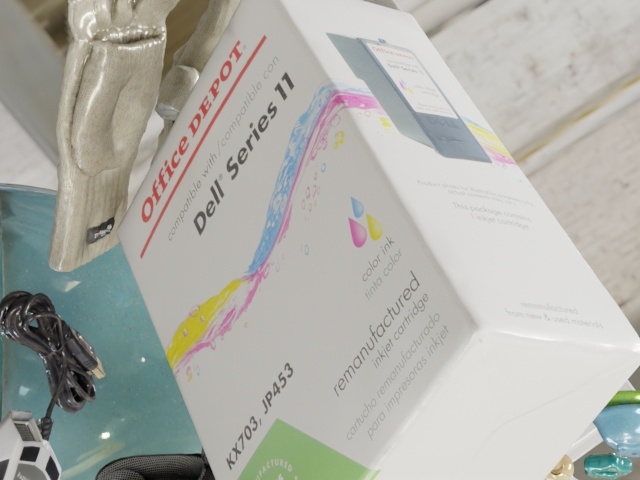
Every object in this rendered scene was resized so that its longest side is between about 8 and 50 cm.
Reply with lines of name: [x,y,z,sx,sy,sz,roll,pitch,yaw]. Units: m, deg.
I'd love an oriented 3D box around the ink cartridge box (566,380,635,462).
ink cartridge box: [0.238,0.155,1.790,0.198,0.270,0.197,-36,163,1]

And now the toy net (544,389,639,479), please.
toy net: [0.240,0.186,1.255,0.232,0.122,0.045,-35,-133,54]

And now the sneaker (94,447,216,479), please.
sneaker: [-0.112,0.224,0.872,0.268,0.153,0.101,-41,-165,8]

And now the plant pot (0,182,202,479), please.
plant pot: [-0.160,0.101,1.135,0.195,0.290,0.290,0,-158,-16]

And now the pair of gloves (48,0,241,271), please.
pair of gloves: [-0.105,-0.108,0.962,0.042,0.204,0.240,26,-145,16]

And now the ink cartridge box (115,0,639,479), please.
ink cartridge box: [0.000,0.000,0.803,0.207,0.119,0.353,-58,-138,29]

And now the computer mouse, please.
computer mouse: [-0.181,0.132,0.823,0.042,0.106,0.193,8,-116,19]
